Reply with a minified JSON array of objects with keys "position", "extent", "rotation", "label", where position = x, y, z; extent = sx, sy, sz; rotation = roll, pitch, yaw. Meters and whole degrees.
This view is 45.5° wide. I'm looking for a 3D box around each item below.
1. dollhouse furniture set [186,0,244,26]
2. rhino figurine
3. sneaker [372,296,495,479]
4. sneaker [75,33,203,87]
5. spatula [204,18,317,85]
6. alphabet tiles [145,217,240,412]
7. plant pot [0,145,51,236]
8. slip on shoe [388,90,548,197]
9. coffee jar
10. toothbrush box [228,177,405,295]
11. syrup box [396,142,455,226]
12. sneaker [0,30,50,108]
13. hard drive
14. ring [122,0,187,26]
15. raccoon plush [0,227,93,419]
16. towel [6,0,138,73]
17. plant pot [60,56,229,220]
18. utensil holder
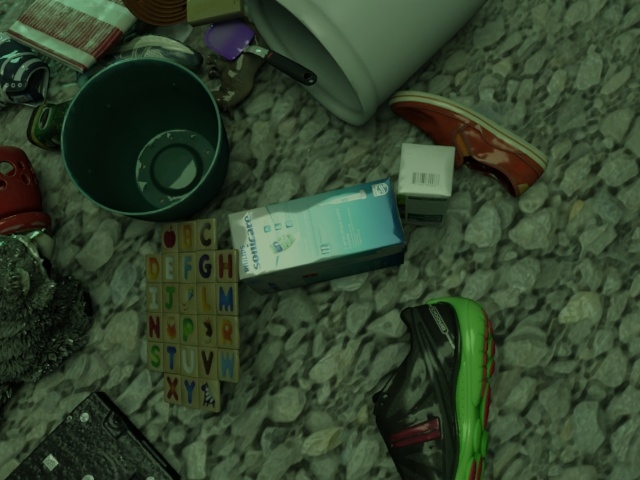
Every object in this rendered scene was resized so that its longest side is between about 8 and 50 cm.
[{"position":[-0.185,-0.504,1.577],"extent":[0.144,0.123,0.151],"rotation":[-8,76,16],"label":"dollhouse furniture set"},{"position":[-0.181,-0.343,1.569],"extent":[0.106,0.073,0.243],"rotation":[24,83,11],"label":"rhino figurine"},{"position":[0.191,0.339,1.368],"extent":[0.202,0.185,0.482],"rotation":[4,75,24],"label":"sneaker"},{"position":[-0.376,-0.353,1.583],"extent":[0.283,0.110,0.122],"rotation":[4,85,15],"label":"sneaker"},{"position":[-0.116,-0.364,1.489],"extent":[0.296,0.030,0.084],"rotation":[34,82,33],"label":"spatula"},{"position":[-0.240,0.134,1.399],"extent":[0.285,0.011,0.342],"rotation":[-3,88,46],"label":"alphabet tiles"},{"position":[-0.641,-0.067,1.498],"extent":[0.191,0.191,0.174],"rotation":[-26,81,0],"label":"plant pot"},{"position":[0.274,-0.192,1.478],"extent":[0.331,0.123,0.101],"rotation":[30,87,6],"label":"slip on shoe"},{"position":[-0.514,-0.232,1.538],"extent":[0.184,0.079,0.096],"rotation":[3,74,40],"label":"coffee jar"},{"position":[0.000,0.000,1.410],"extent":[0.296,0.216,0.126],"rotation":[-12,78,2],"label":"toothbrush box"},{"position":[0.190,-0.095,1.400],"extent":[0.093,0.237,0.096],"rotation":[5,78,7],"label":"syrup box"},{"position":[-0.686,-0.292,1.592],"extent":[0.153,0.099,0.282],"rotation":[34,81,13],"label":"sneaker"},{"position":[-0.462,0.485,1.434],"extent":[0.237,0.064,0.339],"rotation":[43,85,12],"label":"hard drive"},{"position":[-0.283,-0.586,1.497],"extent":[0.032,0.336,0.336],"rotation":[30,83,22],"label":"ring"},{"position":[-0.581,0.190,1.383],"extent":[0.216,0.299,0.446],"rotation":[12,80,7],"label":"raccoon plush"},{"position":[-0.461,-0.495,1.583],"extent":[0.237,0.037,0.329],"rotation":[27,68,23],"label":"towel"},{"position":[-0.307,-0.168,1.461],"extent":[0.293,0.235,0.293],"rotation":[-1,80,6],"label":"plant pot"},{"position":[0.106,-0.466,1.442],"extent":[0.385,0.327,0.327],"rotation":[-45,78,-6],"label":"utensil holder"}]
